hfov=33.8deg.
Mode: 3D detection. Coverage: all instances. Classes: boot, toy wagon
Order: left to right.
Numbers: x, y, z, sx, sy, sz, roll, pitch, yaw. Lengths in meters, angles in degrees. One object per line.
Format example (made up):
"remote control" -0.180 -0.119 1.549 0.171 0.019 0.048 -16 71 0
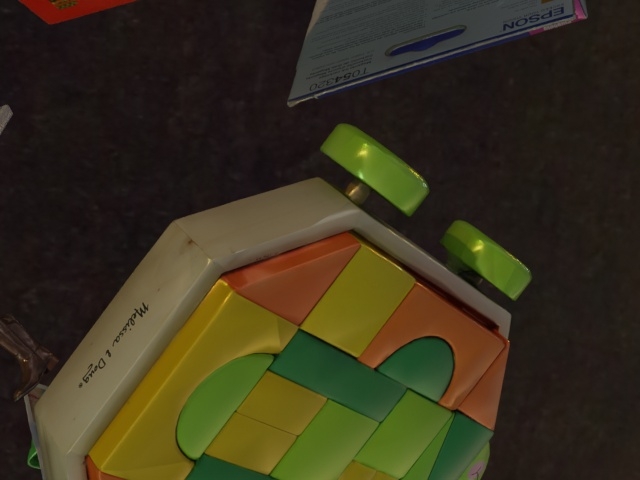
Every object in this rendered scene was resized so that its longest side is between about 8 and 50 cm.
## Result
"boot" -0.456 0.169 1.556 0.114 0.037 0.106 47 35 -10
"toy wagon" 0.012 0.103 0.587 0.267 0.068 0.344 -53 136 4

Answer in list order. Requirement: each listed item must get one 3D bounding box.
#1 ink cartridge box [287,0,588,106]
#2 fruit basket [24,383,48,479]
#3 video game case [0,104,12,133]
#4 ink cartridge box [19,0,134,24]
"ink cartridge box" 0.140 -0.269 1.220 0.330 0.324 0.071 -78 147 -46
"fruit basket" -0.331 0.395 1.750 0.165 0.353 0.327 -48 135 11
"video game case" -0.606 -0.136 1.698 0.212 0.193 0.023 -93 158 -61
"ink cartridge box" -0.246 -0.286 1.048 0.239 0.275 0.060 41 47 -54
